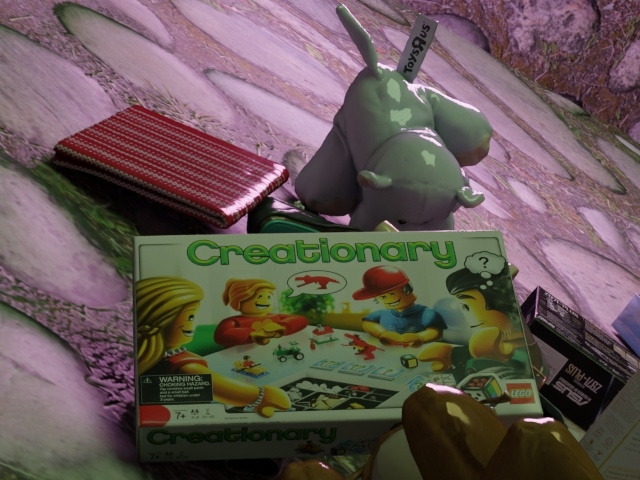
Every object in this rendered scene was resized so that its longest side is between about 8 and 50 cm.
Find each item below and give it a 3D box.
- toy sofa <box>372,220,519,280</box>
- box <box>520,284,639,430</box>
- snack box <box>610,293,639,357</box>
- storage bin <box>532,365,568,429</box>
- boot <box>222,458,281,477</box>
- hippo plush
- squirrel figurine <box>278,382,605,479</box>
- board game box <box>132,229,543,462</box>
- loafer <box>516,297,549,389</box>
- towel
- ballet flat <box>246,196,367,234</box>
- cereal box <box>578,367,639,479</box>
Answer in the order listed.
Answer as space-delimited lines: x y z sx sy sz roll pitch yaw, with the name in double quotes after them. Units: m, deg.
0.039 0.060 1.587 0.150 0.177 0.362 41 18 14 "toy sofa"
0.309 0.151 2.037 0.180 0.077 0.147 36 17 -2 "box"
0.546 0.174 2.459 0.207 0.070 0.174 21 24 -44 "snack box"
0.197 0.173 1.750 0.135 0.098 0.091 42 7 20 "storage bin"
-0.082 0.146 1.352 0.118 0.042 0.087 16 32 -32 "boot"
0.120 -0.083 1.975 0.234 0.294 0.236 4 31 -21 "hippo plush"
0.127 0.282 1.114 0.397 0.281 0.370 50 6 0 "squirrel figurine"
0.007 0.079 1.325 0.305 0.053 0.193 -1 47 -7 "board game box"
0.186 0.073 1.942 0.251 0.094 0.087 56 -6 48 "loafer"
-0.150 -0.077 1.771 0.199 0.031 0.275 22 16 6 "towel"
0.000 0.000 1.865 0.203 0.074 0.074 22 21 -34 "ballet flat"
0.363 0.188 1.758 0.173 0.240 0.047 19 24 -46 "cereal box"
